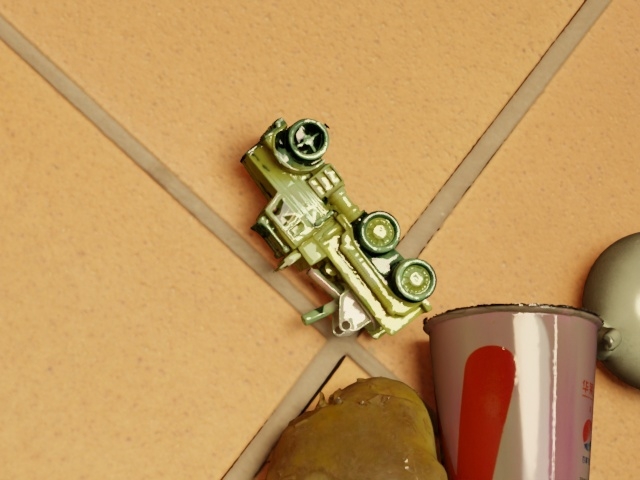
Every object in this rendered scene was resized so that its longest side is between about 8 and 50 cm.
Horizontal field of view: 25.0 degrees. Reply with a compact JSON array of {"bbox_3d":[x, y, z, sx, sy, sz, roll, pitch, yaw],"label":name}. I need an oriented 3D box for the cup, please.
[{"bbox_3d":[0.205,0.226,1.532,0.203,0.203,0.288,7,72,-22],"label":"cup"}]

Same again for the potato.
[{"bbox_3d":[0.032,0.268,1.471,0.192,0.141,0.296,12,57,7],"label":"potato"}]

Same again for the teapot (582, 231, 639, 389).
[{"bbox_3d":[0.404,0.081,1.695,0.294,0.129,0.193,-20,86,-30],"label":"teapot"}]

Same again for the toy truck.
[{"bbox_3d":[0.000,-0.004,1.556,0.135,0.128,0.259,-33,91,-14],"label":"toy truck"}]
